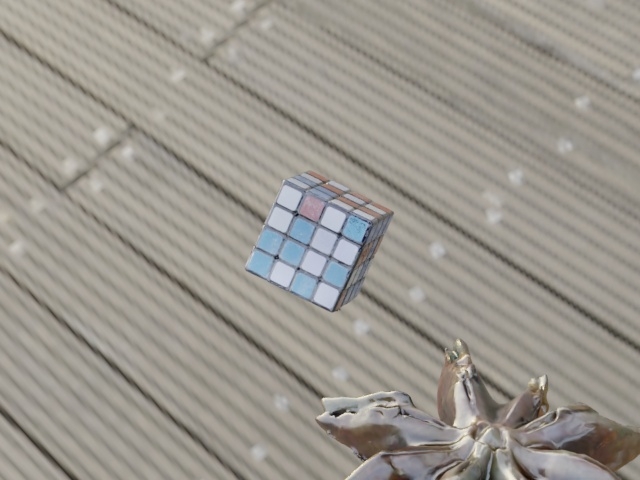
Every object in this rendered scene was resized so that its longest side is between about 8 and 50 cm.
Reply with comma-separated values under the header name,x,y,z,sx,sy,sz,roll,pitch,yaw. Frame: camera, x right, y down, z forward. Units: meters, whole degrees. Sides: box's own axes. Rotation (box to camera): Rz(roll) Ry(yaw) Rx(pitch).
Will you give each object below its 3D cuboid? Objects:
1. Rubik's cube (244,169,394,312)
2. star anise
name,x,y,z,sx,sy,sz,roll,pitch,yaw
Rubik's cube,0.000,0.000,1.754,0.092,0.092,0.092,26,104,10
star anise,0.123,0.165,1.402,0.288,0.088,0.288,3,37,-2
